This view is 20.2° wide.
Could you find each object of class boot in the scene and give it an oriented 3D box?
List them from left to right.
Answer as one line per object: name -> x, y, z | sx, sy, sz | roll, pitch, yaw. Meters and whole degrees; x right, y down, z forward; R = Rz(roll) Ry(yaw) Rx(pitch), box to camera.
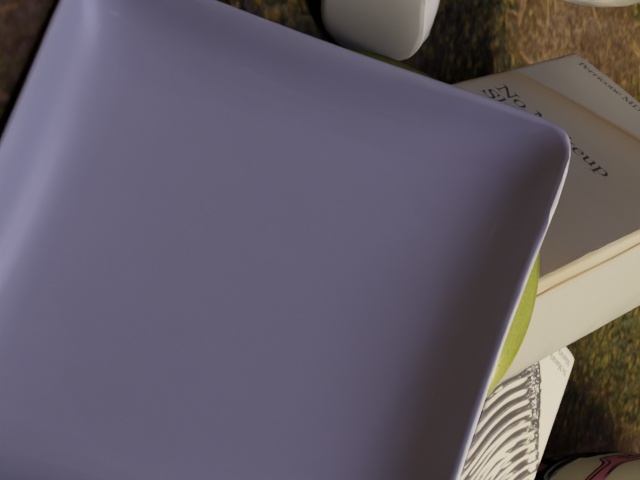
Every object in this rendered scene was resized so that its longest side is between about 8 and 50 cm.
boot -> 0.057, -0.221, 1.047 | 0.258, 0.095, 0.123 | 110, 0, -63

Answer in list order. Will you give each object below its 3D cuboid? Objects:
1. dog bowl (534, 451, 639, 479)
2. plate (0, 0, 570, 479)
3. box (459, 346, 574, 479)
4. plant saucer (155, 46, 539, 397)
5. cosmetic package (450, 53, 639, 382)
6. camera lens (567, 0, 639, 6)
dog bowl -> 0.209, 0.349, 1.398 | 0.408, 0.150, 0.408 | -16, 111, -51
plate -> -0.044, 0.024, 0.904 | 0.045, 0.278, 0.277 | 100, 11, -72
box -> 0.074, 0.174, 1.213 | 0.113, 0.094, 0.275 | 42, 63, -52
plant saucer -> 0.000, 0.000, 0.958 | 0.037, 0.241, 0.241 | 98, 13, -72
cosmetic package -> 0.123, -0.016, 1.149 | 0.309, 0.160, 0.113 | -22, 149, -54
camera lens -> 0.228, -0.293, 1.217 | 0.274, 0.219, 0.219 | -34, 124, -47
